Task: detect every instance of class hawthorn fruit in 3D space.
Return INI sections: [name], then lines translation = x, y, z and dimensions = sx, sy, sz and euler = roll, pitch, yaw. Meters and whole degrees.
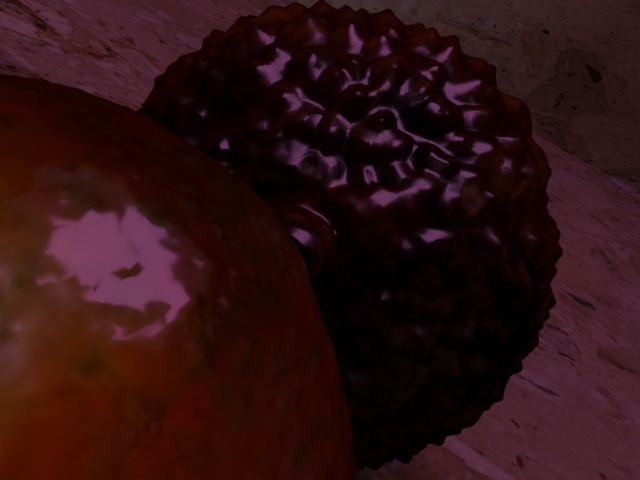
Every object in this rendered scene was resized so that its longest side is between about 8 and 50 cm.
[hawthorn fruit]
translation = -0.202, 0.118, 0.493
dimensions = 0.402, 0.403, 0.403
euler = 24, 26, -12

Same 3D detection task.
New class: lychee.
[lychee]
translation = 0.000, 0.000, 0.810
dimensions = 0.424, 0.425, 0.500
euler = 32, -2, 3
